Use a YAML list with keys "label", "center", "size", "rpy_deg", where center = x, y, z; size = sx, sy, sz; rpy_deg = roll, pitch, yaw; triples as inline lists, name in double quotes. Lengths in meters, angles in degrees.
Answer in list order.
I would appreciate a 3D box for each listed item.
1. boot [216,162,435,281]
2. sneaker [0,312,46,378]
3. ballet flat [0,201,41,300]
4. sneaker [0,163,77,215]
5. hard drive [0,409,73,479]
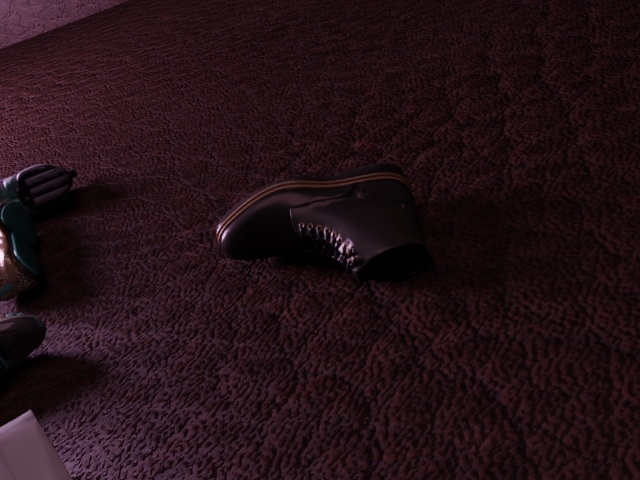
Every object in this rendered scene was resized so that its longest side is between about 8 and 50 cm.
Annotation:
- label: "boot"
  center: [0.000, 0.000, 0.670]
  size: [0.197, 0.077, 0.137]
  rpy_deg: [-20, 37, 4]
- label: "sneaker"
  center: [-0.334, 0.136, 0.685]
  size: [0.166, 0.065, 0.076]
  rpy_deg: [-34, 50, -13]
- label: "ballet flat"
  center: [-0.392, 0.012, 0.889]
  size: [0.067, 0.073, 0.206]
  rpy_deg: [-40, 30, -3]
- label: "sneaker"
  center: [-0.460, -0.050, 1.034]
  size: [0.223, 0.083, 0.098]
  rpy_deg: [-17, 11, -1]
- label: "hard drive"
  center: [-0.257, 0.249, 0.383]
  size: [0.307, 0.040, 0.203]
  rpy_deg: [-30, 50, -26]
